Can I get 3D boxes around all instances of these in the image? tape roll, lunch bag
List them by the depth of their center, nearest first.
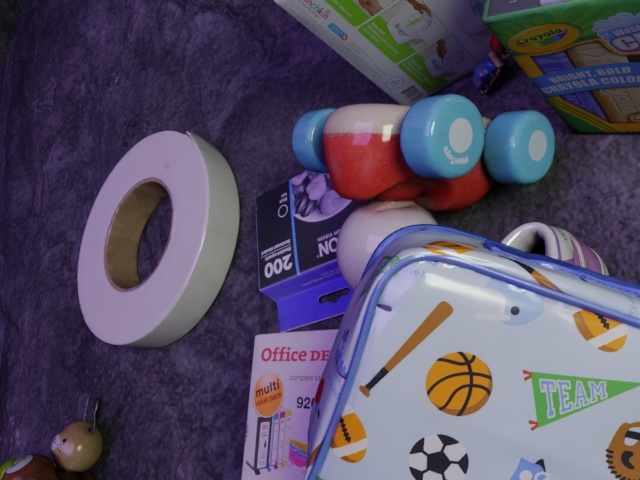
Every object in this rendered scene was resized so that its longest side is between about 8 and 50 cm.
[{"bbox_3d":[0.151,0.126,0.378,0.303,0.115,0.243,19,100,1],"label":"lunch bag"},{"bbox_3d":[-0.299,-0.005,0.994,0.392,0.072,0.392,-15,65,36],"label":"tape roll"}]

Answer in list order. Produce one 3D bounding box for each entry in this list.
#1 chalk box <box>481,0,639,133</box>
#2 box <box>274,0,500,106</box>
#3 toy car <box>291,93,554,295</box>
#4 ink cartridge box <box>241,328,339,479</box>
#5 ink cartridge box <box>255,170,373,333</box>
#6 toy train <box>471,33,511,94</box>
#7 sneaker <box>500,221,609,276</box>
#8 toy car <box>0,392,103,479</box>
[{"bbox_3d":[0.257,-0.223,0.440,0.179,0.289,0.180,8,81,42],"label":"chalk box"},{"bbox_3d":[0.112,-0.295,0.610,0.231,0.262,0.127,-26,59,33],"label":"box"},{"bbox_3d":[0.094,-0.019,0.597,0.219,0.210,0.238,13,101,54],"label":"toy car"},{"bbox_3d":[0.037,0.214,0.562,0.171,0.168,0.233,-11,68,39],"label":"ink cartridge box"},{"bbox_3d":[0.000,0.000,0.754,0.206,0.045,0.208,-23,62,33],"label":"ink cartridge box"},{"bbox_3d":[0.203,-0.218,0.604,0.158,0.036,0.027,109,144,-57],"label":"toy train"},{"bbox_3d":[0.166,0.121,0.491,0.102,0.161,0.282,7,81,40],"label":"sneaker"},{"bbox_3d":[-0.435,0.356,0.952,0.155,0.149,0.188,-2,63,51],"label":"toy car"}]
